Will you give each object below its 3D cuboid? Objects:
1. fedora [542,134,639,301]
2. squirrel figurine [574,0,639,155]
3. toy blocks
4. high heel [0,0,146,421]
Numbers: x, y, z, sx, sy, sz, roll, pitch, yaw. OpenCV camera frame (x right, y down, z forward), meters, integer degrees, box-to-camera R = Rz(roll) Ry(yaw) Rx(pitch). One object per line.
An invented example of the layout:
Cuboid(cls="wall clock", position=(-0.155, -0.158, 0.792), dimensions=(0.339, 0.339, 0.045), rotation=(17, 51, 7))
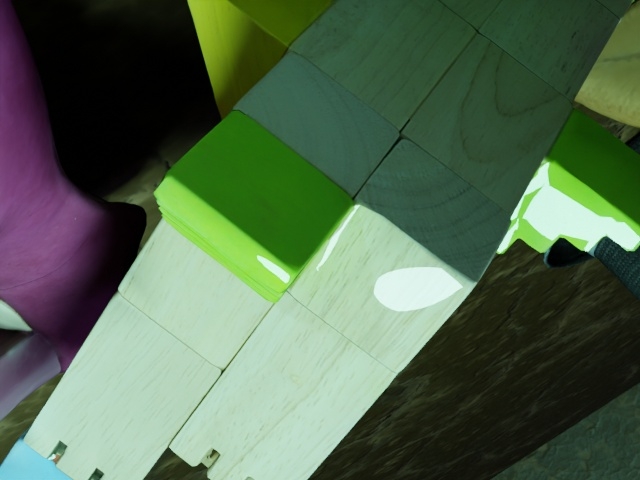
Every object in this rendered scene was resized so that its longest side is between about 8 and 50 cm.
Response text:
Cuboid(cls="fedora", position=(0.375, -0.026, 1.276), dimensions=(0.334, 0.152, 0.334), rotation=(-28, 161, -11))
Cuboid(cls="squirrel figurine", position=(0.414, -0.083, 0.986), dimensions=(0.397, 0.281, 0.370), rotation=(-43, 155, 16))
Cuboid(cls="toy blocks", position=(0.000, 0.000, 0.627), dimensions=(0.261, 0.191, 0.381), rotation=(-53, 180, 37))
Cuboid(cls="high heel", position=(-0.131, -0.055, 0.552), dimensions=(0.181, 0.127, 0.377), rotation=(-54, 171, -34))
